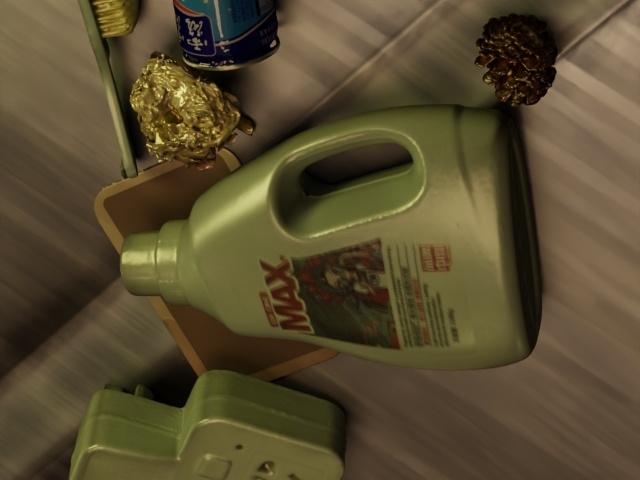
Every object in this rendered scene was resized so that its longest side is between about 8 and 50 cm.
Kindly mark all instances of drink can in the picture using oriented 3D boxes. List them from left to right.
[{"bbox_3d":[-0.096,-0.277,1.702,0.097,0.097,0.235,0,120,16],"label":"drink can"}]

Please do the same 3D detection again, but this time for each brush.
[{"bbox_3d":[-0.194,-0.195,1.804,0.060,0.068,0.297,-13,120,-2],"label":"brush"}]

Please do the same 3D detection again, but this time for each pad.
[{"bbox_3d":[-0.103,0.034,1.934,0.176,0.002,0.266,-22,111,25],"label":"pad"}]

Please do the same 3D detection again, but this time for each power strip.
[{"bbox_3d":[-0.126,0.230,1.998,0.261,0.141,0.229,17,125,-11],"label":"power strip"}]

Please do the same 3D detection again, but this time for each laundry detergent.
[{"bbox_3d":[0.000,0.000,1.817,0.398,0.125,0.264,-1,118,18],"label":"laundry detergent"}]

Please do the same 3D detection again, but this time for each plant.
[{"bbox_3d":[-0.113,-0.126,1.799,0.104,0.122,0.116,-41,70,34],"label":"plant"}]

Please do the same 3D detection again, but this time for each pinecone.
[{"bbox_3d":[0.175,-0.160,1.707,0.077,0.077,0.083,7,130,12],"label":"pinecone"}]
